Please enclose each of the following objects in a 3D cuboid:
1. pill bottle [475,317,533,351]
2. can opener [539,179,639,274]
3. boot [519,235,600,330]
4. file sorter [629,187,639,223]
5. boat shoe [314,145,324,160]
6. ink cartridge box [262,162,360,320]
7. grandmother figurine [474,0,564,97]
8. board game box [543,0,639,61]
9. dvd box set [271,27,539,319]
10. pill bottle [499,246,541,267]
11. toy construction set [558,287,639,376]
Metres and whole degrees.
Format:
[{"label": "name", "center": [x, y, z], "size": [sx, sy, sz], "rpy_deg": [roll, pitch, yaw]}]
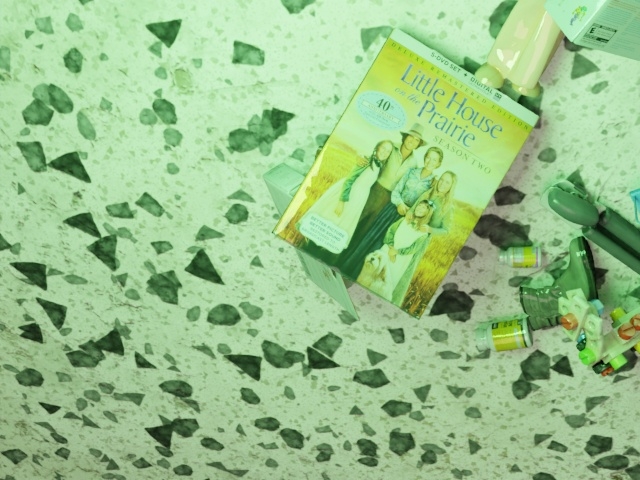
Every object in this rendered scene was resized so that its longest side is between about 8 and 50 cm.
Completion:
[{"label": "pill bottle", "center": [0.403, 0.211, 1.795], "size": [0.116, 0.065, 0.065], "rpy_deg": [-13, 123, 21]}, {"label": "can opener", "center": [0.542, -0.014, 1.568], "size": [0.283, 0.095, 0.076], "rpy_deg": [33, 128, -12]}, {"label": "boot", "center": [0.485, 0.102, 1.679], "size": [0.161, 0.083, 0.246], "rpy_deg": [-6, 130, 19]}, {"label": "file sorter", "center": [0.653, -0.017, 1.478], "size": [0.118, 0.104, 0.170], "rpy_deg": [-22, 119, 31]}, {"label": "boat shoe", "center": [0.152, -0.169, 1.544], "size": [0.324, 0.123, 0.116], "rpy_deg": [4, 101, 6]}, {"label": "ink cartridge box", "center": [0.000, 0.000, 1.636], "size": [0.060, 0.239, 0.275], "rpy_deg": [-32, 123, -15]}, {"label": "grandmother figurine", "center": [0.381, -0.396, 1.311], "size": [0.208, 0.104, 0.342], "rpy_deg": [5, 133, -16]}, {"label": "board game box", "center": [0.513, -0.418, 1.197], "size": [0.224, 0.097, 0.303], "rpy_deg": [3, 138, -34]}, {"label": "dvd box set", "center": [0.150, -0.114, 1.441], "size": [0.307, 0.062, 0.420], "rpy_deg": [31, 90, -5]}, {"label": "pill bottle", "center": [0.409, 0.034, 1.671], "size": [0.083, 0.043, 0.043], "rpy_deg": [-1, 127, 15]}, {"label": "toy construction set", "center": [0.605, 0.153, 1.579], "size": [0.327, 0.151, 0.215], "rpy_deg": [-11, 154, -15]}]
